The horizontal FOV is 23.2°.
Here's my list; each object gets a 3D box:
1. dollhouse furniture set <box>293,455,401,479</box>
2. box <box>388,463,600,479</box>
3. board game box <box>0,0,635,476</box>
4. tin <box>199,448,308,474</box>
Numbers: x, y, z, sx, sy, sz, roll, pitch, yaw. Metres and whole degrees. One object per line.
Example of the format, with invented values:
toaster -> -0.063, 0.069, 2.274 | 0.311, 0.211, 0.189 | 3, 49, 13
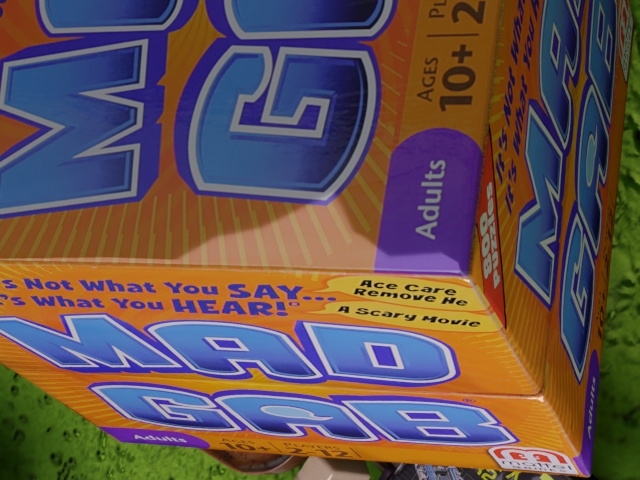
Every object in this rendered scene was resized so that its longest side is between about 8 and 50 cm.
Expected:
dollhouse furniture set -> 0.018, 0.144, 1.165 | 0.081, 0.114, 0.091 | 40, 104, 35
box -> 0.142, 0.266, 1.095 | 0.270, 0.060, 0.216 | 40, 101, 31
board game box -> -0.011, -0.075, 1.008 | 0.356, 0.356, 0.356 | 1, 67, 20
tin -> -0.076, 0.119, 1.272 | 0.189, 0.040, 0.106 | 27, 98, 33
